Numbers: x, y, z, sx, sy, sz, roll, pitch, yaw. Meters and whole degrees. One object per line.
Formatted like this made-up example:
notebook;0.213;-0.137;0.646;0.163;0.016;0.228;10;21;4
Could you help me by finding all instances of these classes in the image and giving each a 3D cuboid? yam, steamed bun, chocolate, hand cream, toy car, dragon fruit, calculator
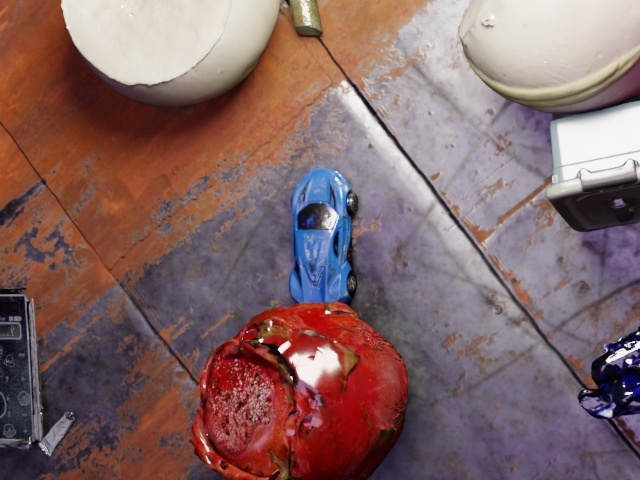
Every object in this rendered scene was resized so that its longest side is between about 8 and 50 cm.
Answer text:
yam;-0.026;-0.351;1.698;0.043;0.043;0.094;-12;88;20
steamed bun;-0.214;-0.356;1.676;0.324;0.206;0.324;2;96;19
chocolate;0.491;0.135;1.517;0.343;0.126;0.148;-31;120;26
steamed bun;0.350;-0.290;1.445;0.310;0.309;0.309;1;94;19
hand cream;-0.439;0.322;1.903;0.030;0.019;0.093;44;113;10
toy car;0.000;0.000;1.699;0.103;0.063;0.216;1;94;20
dragon fruit;-0.024;0.227;1.601;0.296;0.302;0.295;4;99;25
calculator;-0.547;0.217;1.921;0.166;0.028;0.274;-2;92;22

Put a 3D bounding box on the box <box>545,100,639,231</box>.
box;0.385;-0.087;1.479;0.162;0.227;0.130;-11;75;20
